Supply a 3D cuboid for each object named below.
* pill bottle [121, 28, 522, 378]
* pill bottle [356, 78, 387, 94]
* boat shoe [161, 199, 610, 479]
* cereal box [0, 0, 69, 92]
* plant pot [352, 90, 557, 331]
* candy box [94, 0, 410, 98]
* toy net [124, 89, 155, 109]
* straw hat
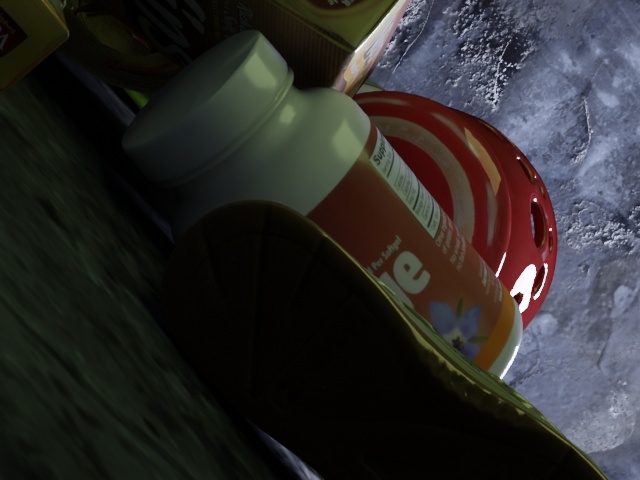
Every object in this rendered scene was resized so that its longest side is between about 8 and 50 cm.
[{"bbox_3d":[0.000,0.000,0.730,0.216,0.121,0.121,49,5,-21],"label":"pill bottle"},{"bbox_3d":[0.020,-0.105,1.526,0.160,0.160,0.283,50,4,-11],"label":"pill bottle"},{"bbox_3d":[0.052,0.094,0.593,0.285,0.104,0.089,51,7,3],"label":"boat shoe"},{"bbox_3d":[-0.196,-0.177,0.655,0.173,0.047,0.240,49,5,-27],"label":"cereal box"},{"bbox_3d":[0.058,-0.007,0.938,0.191,0.191,0.174,52,7,15],"label":"plant pot"},{"bbox_3d":[-0.098,-0.196,0.785,0.316,0.087,0.183,38,-17,2],"label":"candy box"},{"bbox_3d":[-0.103,-0.102,1.052,0.122,0.045,0.232,48,0,32],"label":"toy net"},{"bbox_3d":[-0.129,-0.138,0.897,0.144,0.144,0.061,52,-34,12],"label":"straw hat"}]
